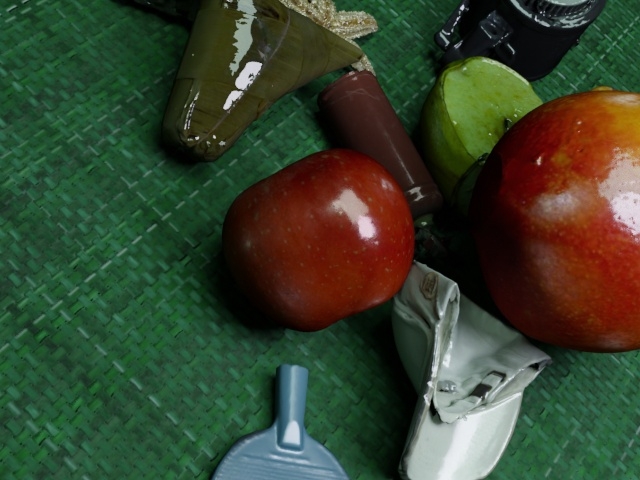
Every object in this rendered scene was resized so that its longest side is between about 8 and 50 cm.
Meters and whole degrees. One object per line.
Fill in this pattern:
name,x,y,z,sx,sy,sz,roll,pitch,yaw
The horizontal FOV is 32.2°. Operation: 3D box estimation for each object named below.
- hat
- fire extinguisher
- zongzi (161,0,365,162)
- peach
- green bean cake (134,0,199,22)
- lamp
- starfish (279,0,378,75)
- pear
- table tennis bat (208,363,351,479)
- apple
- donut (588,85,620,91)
hat,0.166,0.193,1.538,0.258,0.168,0.302,36,68,-38
fire extinguisher,0.123,-0.100,1.723,0.147,0.106,0.337,2,57,-56
zongzi,-0.075,-0.218,1.651,0.300,0.145,0.274,22,81,-35
peach,0.380,-0.025,1.541,0.388,0.388,0.388,14,54,-20
green bean cake,-0.200,-0.463,1.757,0.255,0.132,0.241,17,56,-14
lamp,0.385,-0.423,1.957,0.205,0.272,0.374,50,50,6
starfish,0.011,-0.358,1.849,0.216,0.071,0.238,-36,87,-34
pear,0.240,-0.174,1.785,0.238,0.164,0.255,-13,59,-33
table tennis bat,-0.042,0.313,1.392,0.215,0.044,0.329,13,57,-19
apple,0.000,0.000,1.490,0.260,0.260,0.217,-27,92,-38
donut,0.533,-0.219,2.043,0.140,0.059,0.141,14,54,-20
